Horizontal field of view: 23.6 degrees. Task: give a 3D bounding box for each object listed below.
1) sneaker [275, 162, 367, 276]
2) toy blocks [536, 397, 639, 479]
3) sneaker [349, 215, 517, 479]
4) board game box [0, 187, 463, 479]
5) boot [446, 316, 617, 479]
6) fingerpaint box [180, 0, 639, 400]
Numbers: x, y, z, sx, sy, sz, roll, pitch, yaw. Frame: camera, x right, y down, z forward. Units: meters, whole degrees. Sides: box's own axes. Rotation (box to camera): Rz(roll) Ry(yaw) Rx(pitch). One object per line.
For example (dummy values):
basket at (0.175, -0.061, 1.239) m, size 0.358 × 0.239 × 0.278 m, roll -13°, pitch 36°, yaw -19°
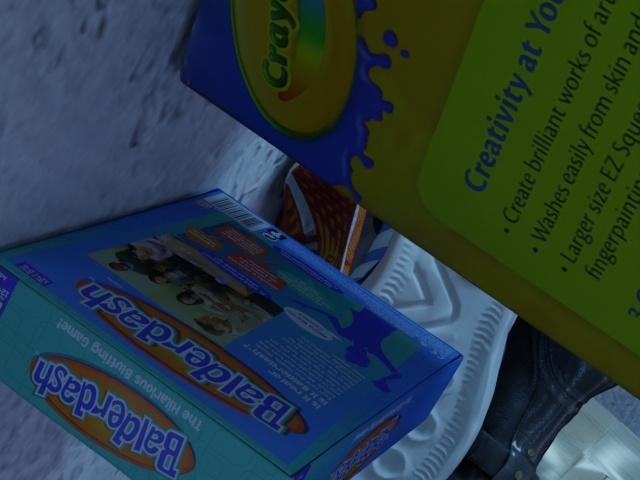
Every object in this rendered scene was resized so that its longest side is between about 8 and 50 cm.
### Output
sneaker at (0.000, 0.000, 0.918) m, size 0.067 × 0.064 × 0.175 m, roll -58°, pitch 175°, yaw -47°
toy blocks at (0.075, 0.193, 1.216) m, size 0.381 × 0.261 × 0.190 m, roll -38°, pitch 160°, yaw -30°
sneaker at (0.075, 0.043, 1.058) m, size 0.322 × 0.130 × 0.236 m, roll -62°, pitch 177°, yaw 16°
board game box at (-0.042, 0.049, 0.696) m, size 0.047 × 0.160 × 0.210 m, roll -61°, pitch 164°, yaw 20°
boot at (0.123, 0.107, 1.087) m, size 0.229 × 0.091 × 0.263 m, roll -50°, pitch -170°, yaw 3°
fingerpaint box at (0.172, -0.157, 0.524) m, size 0.163 × 0.371 × 0.444 m, roll -40°, pitch 157°, yaw -41°
